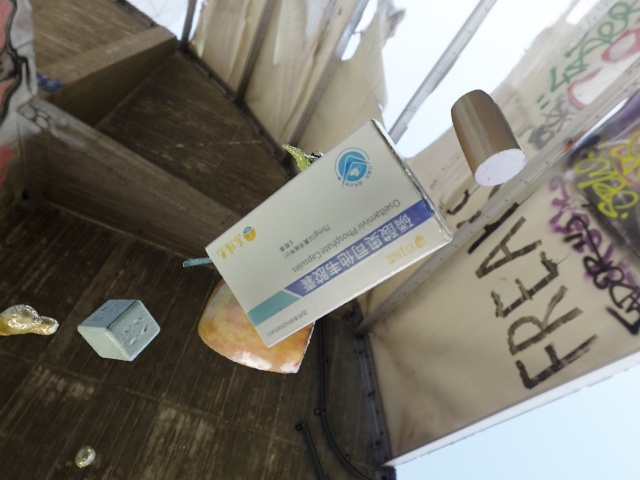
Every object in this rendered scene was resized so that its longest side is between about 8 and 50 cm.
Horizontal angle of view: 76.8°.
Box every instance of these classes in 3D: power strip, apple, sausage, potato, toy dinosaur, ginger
[{"bbox_3d":[-0.652,0.278,1.277,0.140,0.225,0.139,-56,-49,-46],"label":"power strip"},{"bbox_3d":[-0.176,0.215,1.167,0.309,0.252,0.313,20,-121,-5],"label":"apple"},{"bbox_3d":[0.406,-0.268,1.010,0.123,0.123,0.252,10,-128,-25],"label":"sausage"},{"bbox_3d":[-0.599,0.548,1.028,0.046,0.092,0.045,44,-120,4],"label":"potato"},{"bbox_3d":[-0.035,-0.246,1.361,0.259,0.094,0.153,12,-109,-49],"label":"toy dinosaur"},{"bbox_3d":[-0.793,0.204,1.016,0.118,0.299,0.065,54,-141,-46],"label":"ginger"}]

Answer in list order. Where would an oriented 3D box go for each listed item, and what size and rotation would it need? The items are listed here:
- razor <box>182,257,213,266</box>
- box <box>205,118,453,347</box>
[{"bbox_3d":[-0.383,0.066,1.359,0.066,0.190,0.033,-59,-47,-62],"label":"razor"},{"bbox_3d":[0.000,0.000,0.623,0.200,0.343,0.065,57,-158,4],"label":"box"}]
